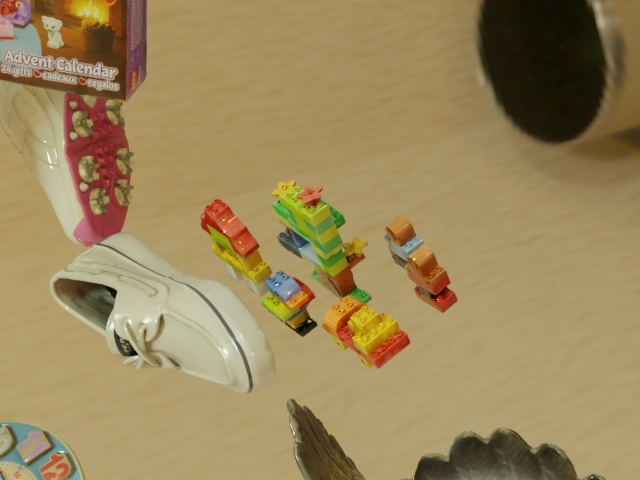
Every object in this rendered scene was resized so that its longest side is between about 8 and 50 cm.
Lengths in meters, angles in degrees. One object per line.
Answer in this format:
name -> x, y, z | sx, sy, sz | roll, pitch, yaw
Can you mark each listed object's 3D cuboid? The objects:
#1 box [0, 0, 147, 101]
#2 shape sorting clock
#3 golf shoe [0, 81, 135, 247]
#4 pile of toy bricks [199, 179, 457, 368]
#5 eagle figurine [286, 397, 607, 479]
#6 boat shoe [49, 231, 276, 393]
box -> -0.284, -0.233, 1.381 | 0.293, 0.057, 0.201 | 10, 120, 9
shape sorting clock -> -0.346, 0.289, 1.829 | 0.206, 0.206, 0.040 | 52, 174, 29
golf shoe -> -0.273, -0.133, 1.663 | 0.140, 0.115, 0.306 | -18, 84, 25
pile of toy bricks -> 0.000, 0.000, 1.279 | 0.212, 0.118, 0.105 | 32, 154, 47
eagle figurine -> 0.078, 0.243, 0.945 | 0.226, 0.225, 0.298 | 2, 84, 13
boat shoe -> -0.140, 0.069, 1.456 | 0.267, 0.088, 0.096 | 32, 141, 44
